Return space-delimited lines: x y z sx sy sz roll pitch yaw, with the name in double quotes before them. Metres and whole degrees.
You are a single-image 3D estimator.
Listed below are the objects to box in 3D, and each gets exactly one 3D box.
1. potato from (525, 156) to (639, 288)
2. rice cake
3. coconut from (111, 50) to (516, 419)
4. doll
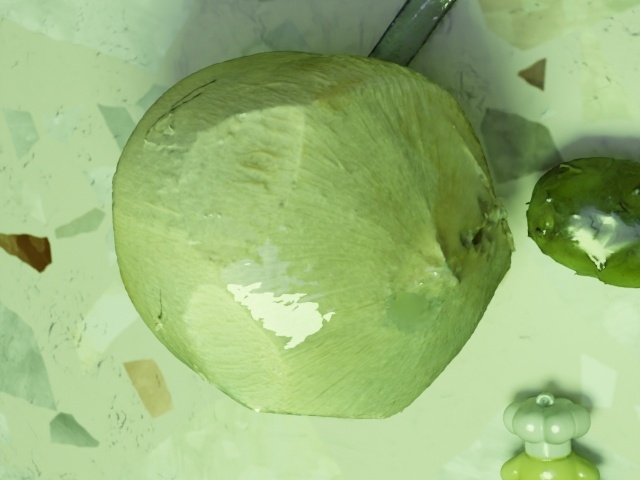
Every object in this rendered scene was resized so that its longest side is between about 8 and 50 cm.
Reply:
"potato" 0.303 -0.013 1.137 0.226 0.090 0.117 10 105 10
"rice cake" 0.114 -0.237 1.162 0.047 0.036 0.206 34 116 -7
"coconut" 0.000 0.000 1.118 0.360 0.346 0.346 27 121 49
"doll" 0.237 0.232 1.261 0.106 0.062 0.162 -1 108 17
